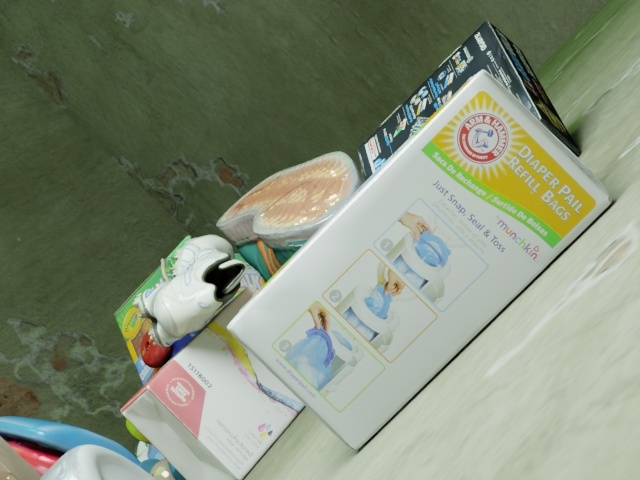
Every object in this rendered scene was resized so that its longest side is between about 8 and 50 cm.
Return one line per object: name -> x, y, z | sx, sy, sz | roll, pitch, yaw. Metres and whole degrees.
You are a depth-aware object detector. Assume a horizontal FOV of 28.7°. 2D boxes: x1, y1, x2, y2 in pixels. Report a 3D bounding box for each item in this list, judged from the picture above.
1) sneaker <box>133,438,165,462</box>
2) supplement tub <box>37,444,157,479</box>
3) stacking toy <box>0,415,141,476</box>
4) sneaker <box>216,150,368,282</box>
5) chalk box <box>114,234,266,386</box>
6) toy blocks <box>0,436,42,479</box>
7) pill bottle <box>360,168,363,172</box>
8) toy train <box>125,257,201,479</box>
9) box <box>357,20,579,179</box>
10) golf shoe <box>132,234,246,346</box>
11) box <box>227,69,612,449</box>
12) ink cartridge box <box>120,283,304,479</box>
sneaker -> -0.194, 0.280, 1.638 | 0.081, 0.080, 0.211 | -39, 10, -4
supplement tub -> -0.154, 0.212, 0.671 | 0.190, 0.117, 0.117 | -45, 0, 3
stacking toy -> -0.345, 0.367, 1.472 | 0.166, 0.175, 0.301 | -4, 63, 50
sneaker -> 0.000, 0.000, 1.132 | 0.108, 0.121, 0.302 | -43, 12, -11
chalk box -> -0.139, 0.097, 1.455 | 0.132, 0.213, 0.132 | -3, -33, -45
toy blocks -> -0.358, 0.312, 1.090 | 0.381, 0.261, 0.191 | -46, 0, 2
pill bottle -> 0.098, -0.053, 1.536 | 0.119, 0.119, 0.208 | -46, 1, -29
toy train -> -0.160, 0.152, 1.321 | 0.143, 0.105, 0.248 | -57, 39, 26
box -> 0.118, -0.078, 1.078 | 0.175, 0.051, 0.220 | -45, 25, 19
golf shoe -> -0.096, 0.037, 1.133 | 0.086, 0.069, 0.176 | -22, 17, 22
box -> 0.058, 0.007, 0.738 | 0.203, 0.103, 0.114 | -45, 1, 8
ink cartridge box -> -0.070, 0.123, 1.134 | 0.198, 0.115, 0.067 | -47, 3, -42
